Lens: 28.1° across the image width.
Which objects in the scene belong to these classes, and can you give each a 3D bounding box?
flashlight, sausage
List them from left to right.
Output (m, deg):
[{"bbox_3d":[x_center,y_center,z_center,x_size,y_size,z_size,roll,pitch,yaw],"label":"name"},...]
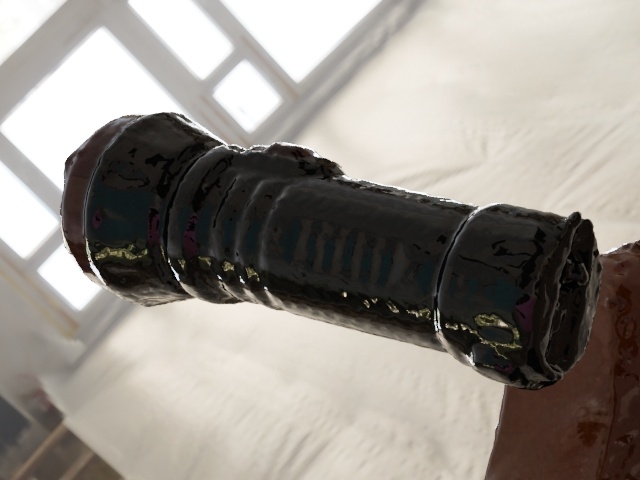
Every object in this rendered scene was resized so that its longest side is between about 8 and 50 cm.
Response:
[{"bbox_3d":[0.000,0.000,0.523,0.232,0.093,0.093,10,-129,34],"label":"flashlight"},{"bbox_3d":[0.168,0.121,0.747,0.133,0.133,0.258,-16,-126,56],"label":"sausage"}]
